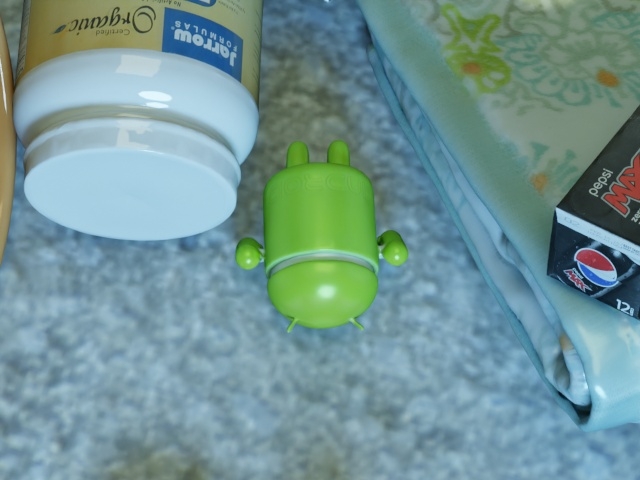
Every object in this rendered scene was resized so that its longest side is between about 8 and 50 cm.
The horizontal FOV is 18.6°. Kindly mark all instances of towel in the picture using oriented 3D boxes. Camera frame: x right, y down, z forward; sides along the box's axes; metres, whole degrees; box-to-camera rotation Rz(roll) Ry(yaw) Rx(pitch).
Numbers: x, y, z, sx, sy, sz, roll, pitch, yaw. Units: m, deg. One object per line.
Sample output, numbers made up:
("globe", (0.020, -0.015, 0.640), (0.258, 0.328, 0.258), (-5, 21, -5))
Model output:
("towel", (0.221, -0.076, 1.134), (0.320, 0.090, 0.374), (-17, 50, -11))

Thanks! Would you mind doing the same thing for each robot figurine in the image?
("robot figurine", (0.000, 0.000, 1.148), (0.101, 0.067, 0.115), (-2, 66, -3))

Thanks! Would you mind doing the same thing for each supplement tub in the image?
("supplement tub", (-0.105, -0.115, 1.151), (0.144, 0.144, 0.200), (2, 65, -3))

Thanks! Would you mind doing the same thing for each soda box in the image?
("soda box", (0.184, -0.039, 1.009), (0.060, 0.053, 0.169), (26, 54, 22))

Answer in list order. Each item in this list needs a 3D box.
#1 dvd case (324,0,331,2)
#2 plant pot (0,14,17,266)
("dvd case", (0.016, -0.270, 1.217), (0.164, 0.018, 0.221), (55, 47, -16))
("plant pot", (-0.318, -0.045, 1.049), (0.203, 0.291, 0.291), (6, 64, 16))
